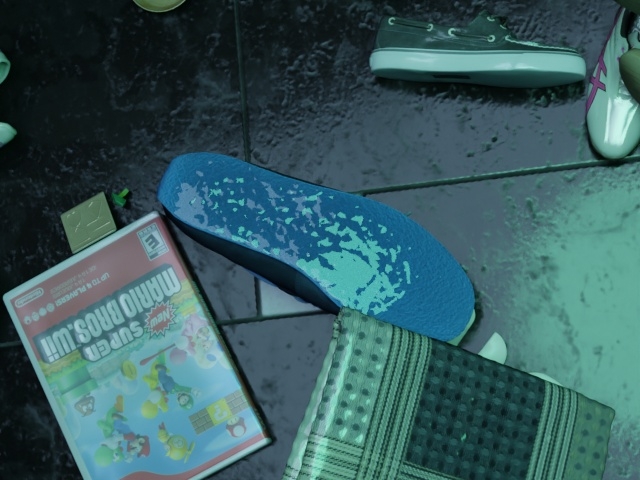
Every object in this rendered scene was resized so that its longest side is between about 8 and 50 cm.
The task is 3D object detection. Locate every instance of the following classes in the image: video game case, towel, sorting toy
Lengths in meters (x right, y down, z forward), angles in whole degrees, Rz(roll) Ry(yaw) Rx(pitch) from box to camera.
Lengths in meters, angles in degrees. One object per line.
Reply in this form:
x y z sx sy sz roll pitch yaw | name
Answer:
-0.203 0.138 1.359 0.204 0.025 0.285 -29 78 6 | video game case
0.111 0.264 1.198 0.312 0.056 0.324 21 75 -12 | towel
-0.247 -0.025 1.389 0.083 0.012 0.062 -28 55 6 | sorting toy

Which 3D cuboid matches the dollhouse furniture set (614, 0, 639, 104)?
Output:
0.394 -0.358 1.135 0.362 0.394 0.256 -34 41 -7 | dollhouse furniture set

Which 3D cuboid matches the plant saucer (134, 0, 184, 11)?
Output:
-0.179 -0.298 1.419 0.083 0.015 0.083 -2 81 12 | plant saucer

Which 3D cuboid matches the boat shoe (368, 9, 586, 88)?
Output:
0.165 -0.206 1.312 0.228 0.080 0.076 4 85 19 | boat shoe

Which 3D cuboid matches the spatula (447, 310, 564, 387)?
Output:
0.112 0.188 1.295 0.168 0.019 0.242 41 92 8 | spatula

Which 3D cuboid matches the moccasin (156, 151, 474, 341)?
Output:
0.000 0.000 1.288 0.342 0.117 0.138 30 78 2 | moccasin

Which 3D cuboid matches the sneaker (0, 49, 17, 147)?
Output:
-0.442 -0.223 1.425 0.152 0.114 0.305 -21 86 -1 | sneaker

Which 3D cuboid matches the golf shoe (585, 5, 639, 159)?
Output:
0.312 -0.176 1.270 0.067 0.086 0.186 12 86 12 | golf shoe
